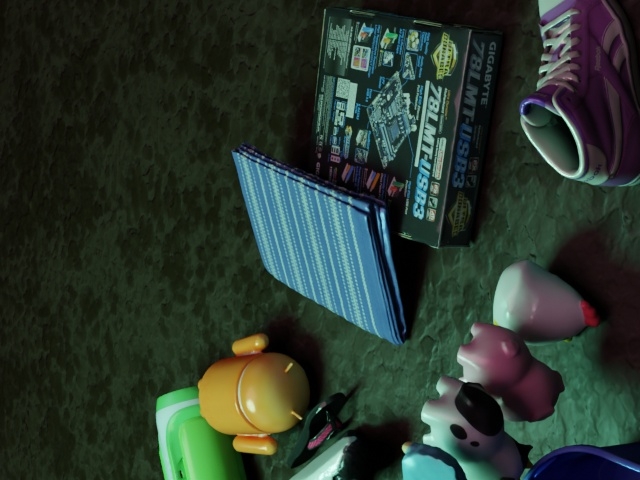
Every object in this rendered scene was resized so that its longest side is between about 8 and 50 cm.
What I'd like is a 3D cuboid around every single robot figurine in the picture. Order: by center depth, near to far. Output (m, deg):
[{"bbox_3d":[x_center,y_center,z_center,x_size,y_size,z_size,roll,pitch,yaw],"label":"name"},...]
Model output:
[{"bbox_3d":[-0.103,0.242,1.995,0.219,0.128,0.158,-13,42,50],"label":"robot figurine"}]

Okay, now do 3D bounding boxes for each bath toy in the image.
[{"bbox_3d":[0.223,0.177,1.496,0.129,0.348,0.151,15,144,26],"label":"bath toy"}]

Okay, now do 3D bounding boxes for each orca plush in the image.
[{"bbox_3d":[0.011,0.381,1.887,0.102,0.151,0.287,45,128,0],"label":"orca plush"}]

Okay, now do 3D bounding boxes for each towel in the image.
[{"bbox_3d":[0.000,0.000,1.869,0.336,0.040,0.243,27,139,47],"label":"towel"}]

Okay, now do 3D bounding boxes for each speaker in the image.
[{"bbox_3d":[-0.186,0.393,2.100,0.131,0.131,0.296,-30,69,47],"label":"speaker"}]

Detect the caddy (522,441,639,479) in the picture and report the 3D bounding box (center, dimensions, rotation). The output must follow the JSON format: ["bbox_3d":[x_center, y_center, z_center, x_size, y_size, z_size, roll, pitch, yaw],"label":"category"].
[{"bbox_3d":[0.360,0.357,1.402,0.341,0.179,0.241,15,103,49],"label":"caddy"}]

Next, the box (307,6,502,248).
[{"bbox_3d":[0.105,-0.163,1.766,0.293,0.073,0.295,19,107,47],"label":"box"}]

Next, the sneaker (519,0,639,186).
[{"bbox_3d":[0.288,-0.199,1.479,0.102,0.161,0.282,-36,63,47],"label":"sneaker"}]

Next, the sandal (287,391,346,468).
[{"bbox_3d":[0.002,0.293,1.924,0.040,0.067,0.179,49,135,27],"label":"sandal"}]
